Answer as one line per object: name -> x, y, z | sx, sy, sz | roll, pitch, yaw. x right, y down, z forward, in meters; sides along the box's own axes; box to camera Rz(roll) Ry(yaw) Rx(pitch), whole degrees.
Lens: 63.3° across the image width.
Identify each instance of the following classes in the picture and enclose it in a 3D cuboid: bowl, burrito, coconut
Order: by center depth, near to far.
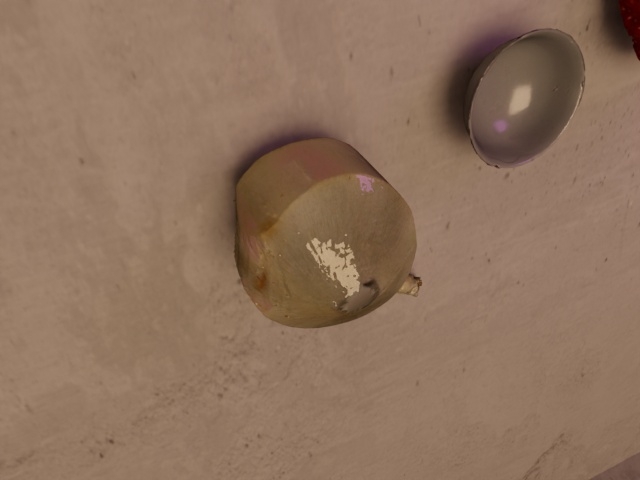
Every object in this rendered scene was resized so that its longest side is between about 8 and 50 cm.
coconut -> 0.001, -0.003, 0.635 | 0.241, 0.241, 0.241 | -13, 125, -19
bowl -> 0.260, -0.202, 0.721 | 0.189, 0.086, 0.189 | -12, 123, -19
burrito -> 0.095, 0.054, 0.835 | 0.185, 0.041, 0.045 | 23, 91, -33

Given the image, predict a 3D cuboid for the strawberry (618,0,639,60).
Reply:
strawberry -> 0.547, -0.333, 0.659 | 0.257, 0.277, 0.257 | -10, 121, -18
